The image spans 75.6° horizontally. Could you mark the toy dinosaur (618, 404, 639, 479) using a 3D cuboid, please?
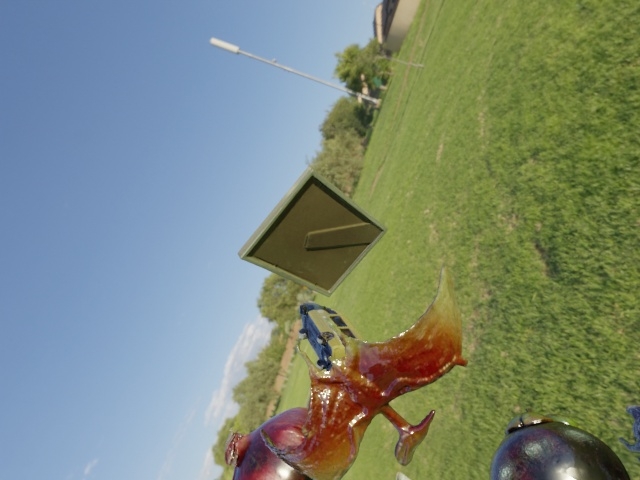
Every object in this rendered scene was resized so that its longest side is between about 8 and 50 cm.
[{"bbox_3d":[0.921,0.597,1.112,0.294,0.077,0.162,-119,26,-47],"label":"toy dinosaur"}]

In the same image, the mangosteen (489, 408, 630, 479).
[{"bbox_3d":[0.540,0.558,0.973,0.300,0.300,0.300,21,-90,-87],"label":"mangosteen"}]

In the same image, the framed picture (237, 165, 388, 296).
[{"bbox_3d":[0.000,0.000,0.939,0.240,0.020,0.324,-51,-42,9],"label":"framed picture"}]

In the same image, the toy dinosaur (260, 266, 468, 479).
[{"bbox_3d":[0.061,0.173,0.541,0.113,0.207,0.327,-108,37,-83],"label":"toy dinosaur"}]

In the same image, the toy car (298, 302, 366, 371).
[{"bbox_3d":[0.026,0.252,1.098,0.257,0.124,0.101,-137,46,-64],"label":"toy car"}]

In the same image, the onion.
[{"bbox_3d":[-0.130,0.584,1.057,0.347,0.285,0.347,-61,-10,-19],"label":"onion"}]

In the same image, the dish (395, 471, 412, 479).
[{"bbox_3d":[0.356,0.906,1.427,0.151,0.212,0.077,37,-108,-77],"label":"dish"}]
